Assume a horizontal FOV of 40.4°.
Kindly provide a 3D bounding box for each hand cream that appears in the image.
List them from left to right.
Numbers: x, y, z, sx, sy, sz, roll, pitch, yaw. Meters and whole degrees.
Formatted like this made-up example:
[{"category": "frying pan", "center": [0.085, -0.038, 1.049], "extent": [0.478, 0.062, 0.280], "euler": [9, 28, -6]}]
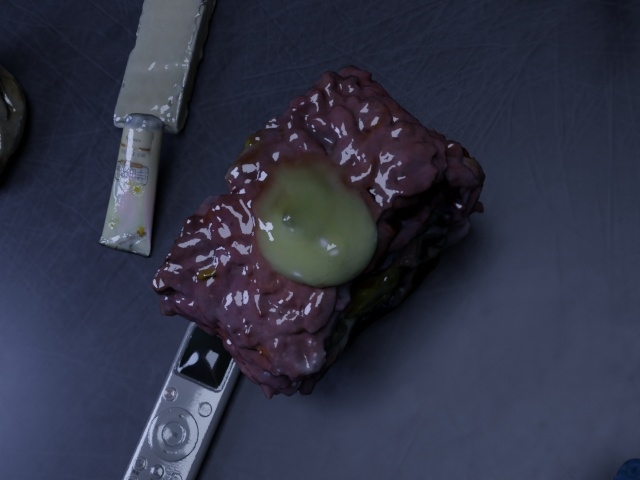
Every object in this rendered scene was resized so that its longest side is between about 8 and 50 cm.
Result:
[{"category": "hand cream", "center": [-0.190, -0.058, 0.880], "extent": [0.061, 0.039, 0.143], "euler": [12, 97, 14]}]

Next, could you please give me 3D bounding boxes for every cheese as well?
[{"category": "cheese", "center": [-0.141, -0.305, 0.944], "extent": [0.085, 0.034, 0.400], "euler": [10, 78, 16]}]

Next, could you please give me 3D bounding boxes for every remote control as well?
[{"category": "remote control", "center": [-0.142, 0.199, 0.812], "extent": [0.067, 0.029, 0.261], "euler": [20, 81, 18]}]

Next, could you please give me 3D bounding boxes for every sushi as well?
[{"category": "sushi", "center": [0.000, 0.000, 0.728], "extent": [0.171, 0.236, 0.270], "euler": [43, 85, 12]}]

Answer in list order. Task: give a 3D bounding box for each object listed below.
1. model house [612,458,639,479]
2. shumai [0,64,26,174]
[{"category": "model house", "center": [0.275, 0.244, 0.578], "extent": [0.214, 0.189, 0.195], "euler": [6, 66, 38]}, {"category": "shumai", "center": [-0.416, -0.140, 0.924], "extent": [0.201, 0.120, 0.201], "euler": [-3, 73, 10]}]
